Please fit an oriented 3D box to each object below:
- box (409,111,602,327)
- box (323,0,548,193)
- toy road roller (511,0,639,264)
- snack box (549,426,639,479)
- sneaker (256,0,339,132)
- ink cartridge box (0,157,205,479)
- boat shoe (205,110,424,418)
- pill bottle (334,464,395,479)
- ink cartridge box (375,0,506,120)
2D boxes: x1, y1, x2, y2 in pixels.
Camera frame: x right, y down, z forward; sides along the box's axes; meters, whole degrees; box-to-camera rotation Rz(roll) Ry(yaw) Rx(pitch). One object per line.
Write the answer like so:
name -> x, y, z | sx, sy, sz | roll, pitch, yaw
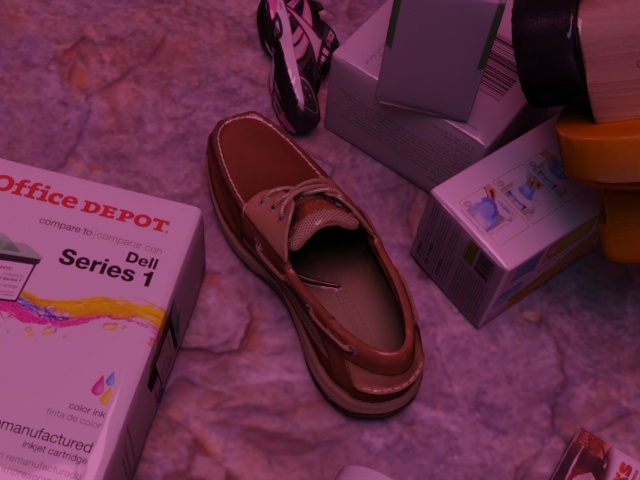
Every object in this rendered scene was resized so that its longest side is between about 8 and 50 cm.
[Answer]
box -> 0.201, -0.028, 0.958 | 0.203, 0.114, 0.103 | -31, 67, -22
box -> 0.128, -0.159, 1.029 | 0.182, 0.119, 0.181 | 33, 61, 15
toy road roller -> 0.296, -0.126, 0.853 | 0.203, 0.240, 0.329 | -5, 22, 27
snack box -> 0.204, 0.243, 0.845 | 0.064, 0.022, 0.178 | 31, 60, 12
sneaker -> -0.014, -0.196, 1.069 | 0.077, 0.072, 0.178 | -3, 62, -15
ink cartridge box -> -0.230, 0.086, 0.844 | 0.202, 0.117, 0.278 | 14, 58, 3
boat shoe -> 0.000, 0.000, 0.918 | 0.123, 0.120, 0.324 | -25, 64, -19
pill bottle -> 0.005, 0.270, 0.759 | 0.108, 0.108, 0.193 | 27, 59, 11
ink cartridge box -> 0.121, -0.246, 0.917 | 0.093, 0.160, 0.219 | 14, 59, 3
